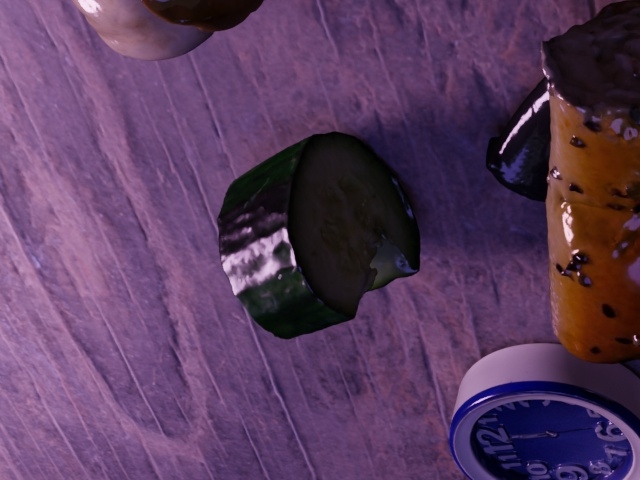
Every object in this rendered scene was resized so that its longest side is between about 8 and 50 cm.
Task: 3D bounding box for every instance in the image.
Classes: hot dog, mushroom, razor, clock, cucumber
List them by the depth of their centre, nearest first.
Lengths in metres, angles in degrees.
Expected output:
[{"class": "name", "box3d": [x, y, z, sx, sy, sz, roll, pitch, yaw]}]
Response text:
[{"class": "hot dog", "box3d": [0.365, -0.017, 1.192, 0.367, 0.196, 0.365, -1, 141, 4]}, {"class": "mushroom", "box3d": [-0.149, -0.232, 1.214, 0.154, 0.122, 0.154, -20, 149, -13]}, {"class": "razor", "box3d": [0.220, -0.101, 1.268, 0.090, 0.054, 0.148, 27, 132, -13]}, {"class": "cucumber", "box3d": [-0.007, -0.006, 1.356, 0.191, 0.191, 0.130, 40, 132, -23]}, {"class": "clock", "box3d": [0.264, 0.214, 1.567, 0.230, 0.083, 0.230, 10, 139, 9]}]

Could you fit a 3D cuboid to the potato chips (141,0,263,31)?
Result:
[{"class": "potato chips", "box3d": [-0.091, -0.271, 1.127, 0.150, 0.049, 0.202, 1, 106, -19]}]
